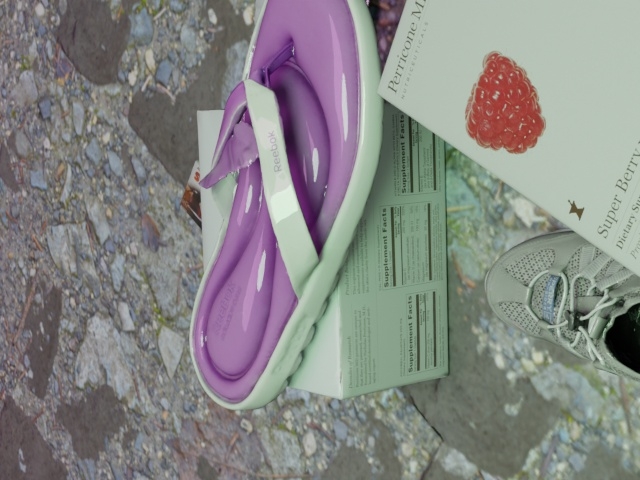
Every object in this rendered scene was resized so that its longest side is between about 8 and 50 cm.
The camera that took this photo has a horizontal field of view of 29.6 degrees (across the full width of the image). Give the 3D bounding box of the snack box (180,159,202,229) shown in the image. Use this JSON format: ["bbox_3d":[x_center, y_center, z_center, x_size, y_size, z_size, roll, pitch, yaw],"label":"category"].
[{"bbox_3d":[-0.098,-0.015,1.368,0.178,0.022,0.064,47,126,35],"label":"snack box"}]

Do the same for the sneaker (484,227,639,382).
[{"bbox_3d":[0.228,0.049,0.932,0.281,0.115,0.105,10,102,48],"label":"sneaker"}]

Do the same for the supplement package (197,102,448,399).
[{"bbox_3d":[0.000,0.000,1.166,0.204,0.145,0.261,5,98,48],"label":"supplement package"}]

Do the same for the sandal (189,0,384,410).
[{"bbox_3d":[-0.048,-0.033,1.028,0.169,0.102,0.416,29,115,41],"label":"sandal"}]

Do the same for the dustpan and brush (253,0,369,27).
[{"bbox_3d":[0.007,-0.295,1.194,0.147,0.060,0.211,32,125,40],"label":"dustpan and brush"}]

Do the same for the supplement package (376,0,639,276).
[{"bbox_3d":[0.214,-0.122,0.881,0.293,0.175,0.177,40,124,38],"label":"supplement package"}]
